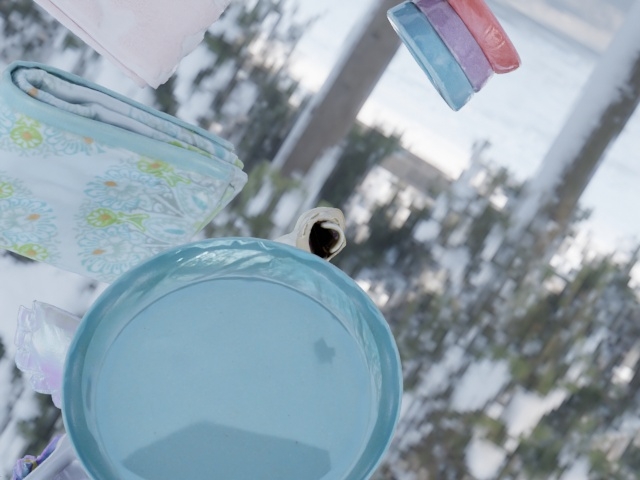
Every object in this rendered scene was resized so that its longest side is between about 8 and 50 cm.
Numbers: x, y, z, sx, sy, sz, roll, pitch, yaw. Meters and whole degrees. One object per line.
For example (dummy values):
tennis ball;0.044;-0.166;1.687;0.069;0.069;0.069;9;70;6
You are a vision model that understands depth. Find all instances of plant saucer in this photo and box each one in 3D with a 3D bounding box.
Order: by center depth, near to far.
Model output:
plant saucer;-0.082;0.140;1.354;0.317;0.317;0.044;33;153;17

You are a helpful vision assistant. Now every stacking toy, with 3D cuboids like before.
stacking toy;0.067;-0.288;1.533;0.309;0.130;0.279;51;-173;-38

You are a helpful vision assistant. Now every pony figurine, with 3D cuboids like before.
pony figurine;-0.272;0.264;1.736;0.351;0.303;0.363;8;-147;29

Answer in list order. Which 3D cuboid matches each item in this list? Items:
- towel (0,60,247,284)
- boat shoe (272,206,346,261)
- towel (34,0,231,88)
towel;-0.333;-0.076;2.002;0.374;0.320;0.090;22;-136;-27
boat shoe;0.000;0.000;1.662;0.170;0.059;0.063;-43;-64;-60
towel;-0.127;-0.320;0.919;0.317;0.332;0.053;39;-179;-8
